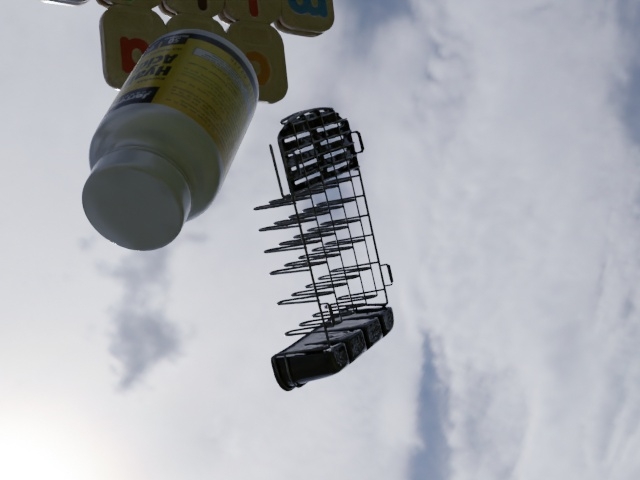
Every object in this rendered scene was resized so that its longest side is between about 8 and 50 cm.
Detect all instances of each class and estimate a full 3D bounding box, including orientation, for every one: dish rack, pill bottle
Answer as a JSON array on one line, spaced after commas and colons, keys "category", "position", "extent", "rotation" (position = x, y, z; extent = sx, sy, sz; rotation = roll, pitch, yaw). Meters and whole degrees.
[{"category": "dish rack", "position": [0.000, 0.000, 1.300], "extent": [0.208, 0.074, 0.272], "rotation": [-28, -73, -66]}, {"category": "pill bottle", "position": [-0.072, -0.048, 0.597], "extent": [0.065, 0.065, 0.116], "rotation": [63, -155, -30]}]

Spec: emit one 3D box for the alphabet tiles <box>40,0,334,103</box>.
[{"category": "alphabet tiles", "position": [-0.113, -0.250, 1.037], "extent": [0.284, 0.021, 0.278], "rotation": [1, -102, -36]}]
